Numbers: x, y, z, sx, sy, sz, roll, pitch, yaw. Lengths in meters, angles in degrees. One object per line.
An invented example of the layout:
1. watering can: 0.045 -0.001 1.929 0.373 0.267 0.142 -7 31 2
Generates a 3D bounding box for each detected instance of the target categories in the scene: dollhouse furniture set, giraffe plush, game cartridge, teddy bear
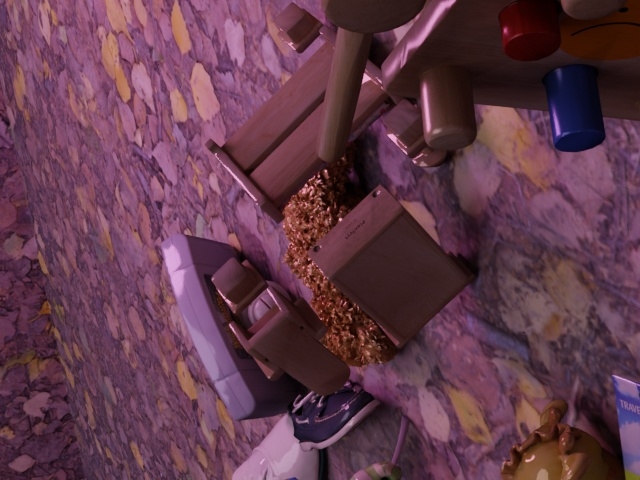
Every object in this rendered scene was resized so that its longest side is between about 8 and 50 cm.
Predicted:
1. dollhouse furniture set: -0.011 -0.046 1.279 0.174 0.303 0.355 43 -176 -47
2. giraffe plush: 0.222 0.249 1.090 0.181 0.210 0.170 44 114 51
3. game cartridge: -0.138 0.127 1.709 0.060 0.196 0.294 -30 75 20
4. teddy bear: 0.000 0.000 1.411 0.245 0.113 0.338 27 130 59

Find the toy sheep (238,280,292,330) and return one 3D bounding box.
1. toy sheep: -0.082 0.099 1.671 0.132 0.091 0.091 -164 58 -79

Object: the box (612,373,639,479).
1. box: 0.313 0.204 0.985 0.109 0.042 0.178 15 119 60

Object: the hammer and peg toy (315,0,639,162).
1. hammer and peg toy: 0.147 -0.152 0.736 0.266 0.361 0.127 133 136 -63

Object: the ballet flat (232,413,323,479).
1. ballet flat: -0.093 0.421 1.854 0.139 0.139 0.400 59 152 26

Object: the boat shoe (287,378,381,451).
1. boat shoe: 0.011 0.233 1.567 0.079 0.095 0.254 57 162 5

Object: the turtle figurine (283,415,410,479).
1. turtle figurine: 0.083 0.370 1.388 0.198 0.275 0.266 -55 52 22
